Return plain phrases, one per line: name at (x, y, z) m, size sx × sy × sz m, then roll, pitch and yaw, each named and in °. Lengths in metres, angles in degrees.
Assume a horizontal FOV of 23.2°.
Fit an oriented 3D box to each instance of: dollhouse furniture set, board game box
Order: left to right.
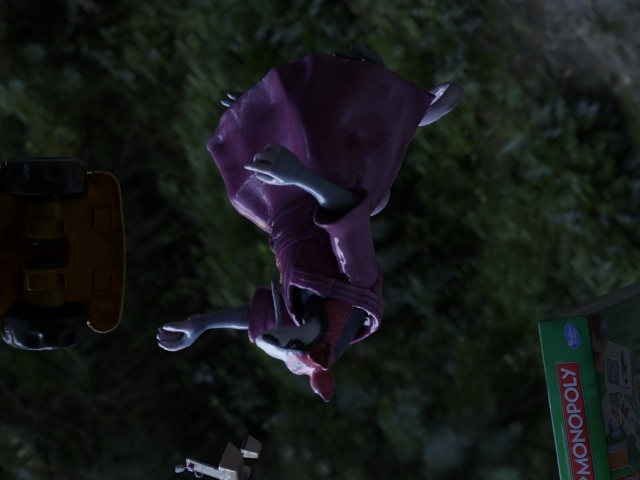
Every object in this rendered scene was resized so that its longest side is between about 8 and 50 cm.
dollhouse furniture set at (-0.118, 0.235, 1.741) m, size 0.081 × 0.091 × 0.114 m, roll 18°, pitch 151°, yaw 9°
board game box at (0.279, 0.147, 1.326) m, size 0.317 × 0.046 × 0.213 m, roll -10°, pitch -87°, yaw -60°

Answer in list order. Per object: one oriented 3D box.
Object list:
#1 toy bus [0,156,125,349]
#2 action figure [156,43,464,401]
toy bus at (-0.278, 0.003, 1.244) m, size 0.211 × 0.220 × 0.149 m, roll -160°, pitch 70°, yaw -74°
action figure at (0.000, 0.000, 1.560) m, size 0.276 × 0.248 × 0.370 m, roll 13°, pitch -128°, yaw -29°
